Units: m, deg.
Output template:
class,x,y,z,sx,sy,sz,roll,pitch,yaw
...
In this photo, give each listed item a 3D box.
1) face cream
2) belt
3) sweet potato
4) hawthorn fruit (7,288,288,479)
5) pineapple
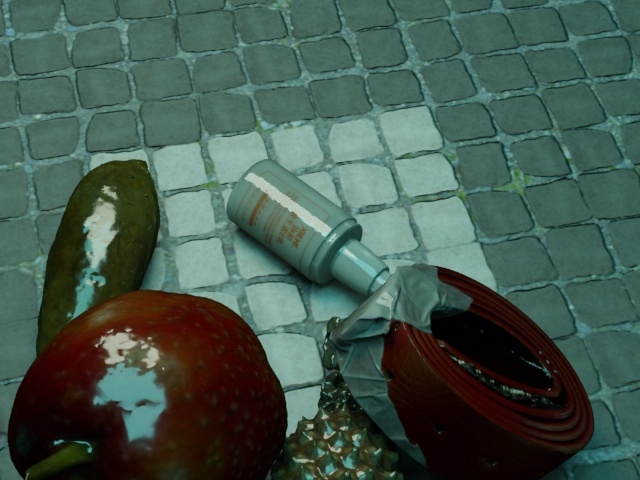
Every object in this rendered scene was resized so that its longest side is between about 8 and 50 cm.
class,x,y,z,sx,sy,sz,roll,pitch,yaw
face cream,0.000,0.000,1.638,0.251,0.101,0.101,36,60,21
belt,0.158,0.152,1.437,0.323,0.115,0.227,32,33,-21
sweet potato,-0.280,0.074,1.564,0.130,0.130,0.423,5,62,1
hawthorn fruit,-0.197,0.200,1.312,0.284,0.285,0.369,25,15,14
pineapple,0.024,0.230,1.449,0.175,0.175,0.361,5,46,0
